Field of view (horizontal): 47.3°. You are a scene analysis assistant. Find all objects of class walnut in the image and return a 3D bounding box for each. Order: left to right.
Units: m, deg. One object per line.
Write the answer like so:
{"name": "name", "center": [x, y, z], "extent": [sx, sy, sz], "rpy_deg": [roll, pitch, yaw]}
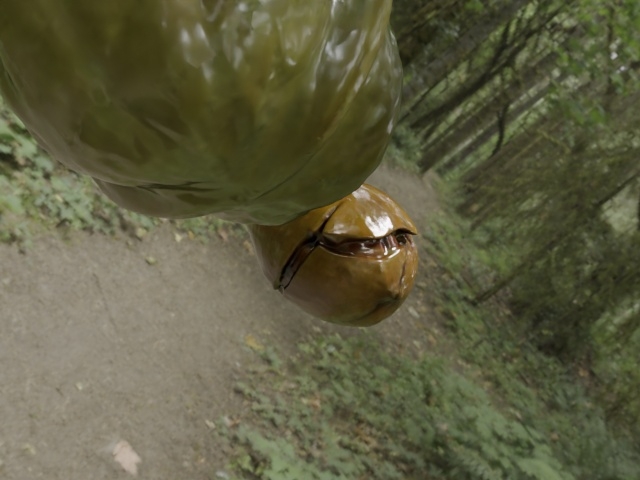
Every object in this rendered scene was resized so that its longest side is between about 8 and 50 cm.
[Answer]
{"name": "walnut", "center": [-0.076, -0.149, 0.497], "extent": [0.282, 0.253, 0.276], "rpy_deg": [77, 0, -69]}
{"name": "walnut", "center": [0.000, 0.000, 1.063], "extent": [0.209, 0.209, 0.336], "rpy_deg": [43, -8, -37]}
